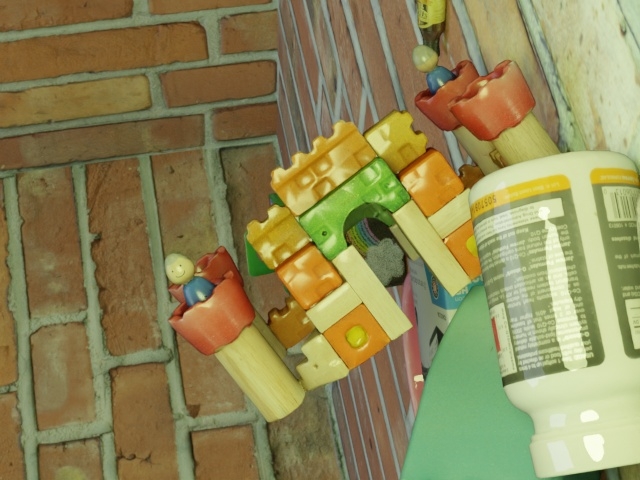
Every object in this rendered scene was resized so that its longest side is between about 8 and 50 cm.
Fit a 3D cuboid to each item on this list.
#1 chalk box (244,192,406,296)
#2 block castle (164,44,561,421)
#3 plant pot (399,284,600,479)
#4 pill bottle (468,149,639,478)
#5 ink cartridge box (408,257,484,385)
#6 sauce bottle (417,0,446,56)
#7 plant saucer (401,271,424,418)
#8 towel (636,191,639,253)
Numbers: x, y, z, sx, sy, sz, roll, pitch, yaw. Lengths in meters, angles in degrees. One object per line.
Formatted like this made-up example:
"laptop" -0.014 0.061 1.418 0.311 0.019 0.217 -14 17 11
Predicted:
"chalk box" 0.000 0.000 2.455 0.179 0.288 0.180 -124 27 -73
"block castle" 0.036 -0.028 1.455 0.213 0.453 0.303 53 180 -10
"plant pot" 0.205 0.173 1.361 0.166 0.165 0.234 51 -135 -51
"pill bottle" 0.235 0.069 1.193 0.162 0.162 0.279 115 147 -77
"ink cartridge box" 0.205 0.149 1.646 0.223 0.129 0.308 -155 57 -81
"sauce bottle" 0.158 -0.319 1.849 0.042 0.042 0.128 -108 12 -55
"plant saucer" 0.197 0.203 1.961 0.332 0.084 0.332 172 90 -84
"towel" 0.317 0.082 1.028 0.187 0.049 0.282 151 112 -81
